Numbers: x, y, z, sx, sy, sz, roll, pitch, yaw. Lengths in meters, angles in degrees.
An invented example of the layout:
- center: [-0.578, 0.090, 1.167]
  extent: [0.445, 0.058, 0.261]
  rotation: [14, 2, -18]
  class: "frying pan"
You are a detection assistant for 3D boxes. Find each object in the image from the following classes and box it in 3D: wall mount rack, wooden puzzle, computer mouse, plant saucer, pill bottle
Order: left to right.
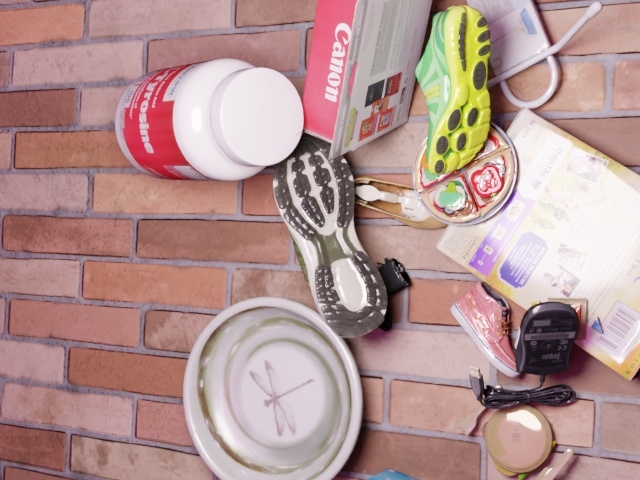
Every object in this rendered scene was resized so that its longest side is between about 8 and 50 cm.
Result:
- center: [-0.215, -0.228, 1.852]
  extent: [0.408, 0.229, 0.229]
  rotation: [6, 91, 55]
  class: "pill bottle"
- center: [-0.084, 0.310, 1.922]
  extent: [0.401, 0.100, 0.400]
  rotation: [-1, 89, 27]
  class: "plant saucer"
- center: [0.345, -0.420, 1.700]
  extent: [0.304, 0.130, 0.350]
  rotation: [-27, 77, 36]
  class: "wall mount rack"
- center: [0.344, 0.190, 1.654]
  extent: [0.184, 0.262, 0.060]
  rotation: [-6, 41, 5]
  class: "computer mouse"
- center: [0.421, 0.134, 1.657]
  extent: [0.116, 0.014, 0.078]
  rotation: [-8, 86, 27]
  class: "wooden puzzle"

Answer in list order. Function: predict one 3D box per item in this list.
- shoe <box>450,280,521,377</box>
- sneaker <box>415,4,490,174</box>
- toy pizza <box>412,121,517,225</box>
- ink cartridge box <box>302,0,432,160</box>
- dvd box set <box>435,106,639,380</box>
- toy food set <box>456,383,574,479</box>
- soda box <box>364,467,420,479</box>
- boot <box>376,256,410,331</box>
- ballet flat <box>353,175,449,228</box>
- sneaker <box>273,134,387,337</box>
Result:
- center: [0.319, 0.159, 1.748]
  extent: [0.081, 0.063, 0.178]
  rotation: [-49, 65, 22]
  class: "shoe"
- center: [0.231, -0.262, 1.692]
  extent: [0.123, 0.109, 0.295]
  rotation: [-142, 54, -62]
  class: "sneaker"
- center: [0.255, -0.127, 1.744]
  extent: [0.201, 0.032, 0.201]
  rotation: [-3, 84, 29]
  class: "toy pizza"
- center: [0.066, -0.333, 1.718]
  extent: [0.130, 0.272, 0.309]
  rotation: [27, 125, 25]
  class: "ink cartridge box"
- center: [0.452, 0.000, 1.690]
  extent: [0.420, 0.062, 0.307]
  rotation: [35, 103, 23]
  class: "dvd box set"
- center: [0.356, 0.360, 1.743]
  extent: [0.192, 0.038, 0.132]
  rotation: [43, 99, 27]
  class: "toy food set"
- center: [0.110, 0.476, 1.758]
  extent: [0.067, 0.210, 0.071]
  rotation: [16, 95, 26]
  class: "soda box"
- center: [0.131, 0.101, 1.854]
  extent: [0.099, 0.045, 0.121]
  rotation: [-38, 67, 24]
  class: "boot"
- center: [0.148, -0.072, 1.836]
  extent: [0.232, 0.073, 0.080]
  rotation: [13, 92, 26]
  class: "ballet flat"
- center: [0.000, 0.000, 1.849]
  extent: [0.158, 0.182, 0.410]
  rotation: [-12, 77, -12]
  class: "sneaker"
